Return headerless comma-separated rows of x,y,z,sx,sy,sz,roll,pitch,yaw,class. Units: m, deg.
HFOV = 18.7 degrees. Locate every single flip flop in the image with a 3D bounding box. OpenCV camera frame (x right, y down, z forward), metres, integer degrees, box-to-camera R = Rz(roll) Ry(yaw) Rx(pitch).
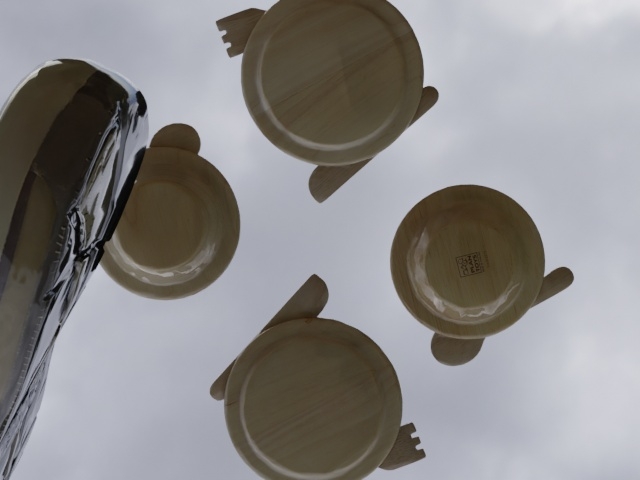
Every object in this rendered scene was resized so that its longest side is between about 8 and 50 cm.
-0.130,0.058,0.571,0.080,0.277,0.112,24,-147,-4,flip flop

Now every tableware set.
0.000,0.000,0.688,0.168,0.141,0.020,54,-177,-2,tableware set
